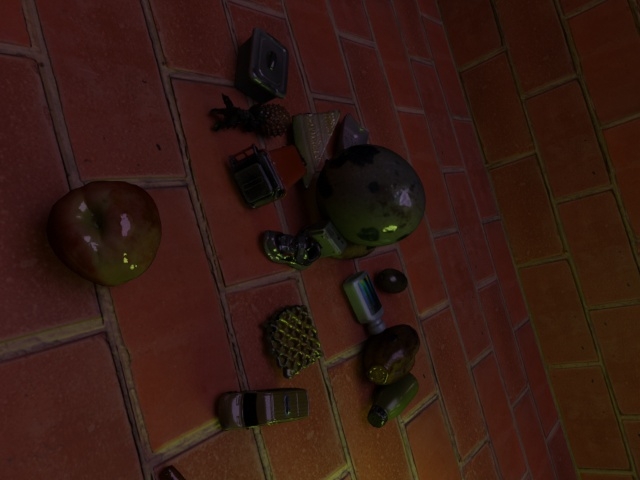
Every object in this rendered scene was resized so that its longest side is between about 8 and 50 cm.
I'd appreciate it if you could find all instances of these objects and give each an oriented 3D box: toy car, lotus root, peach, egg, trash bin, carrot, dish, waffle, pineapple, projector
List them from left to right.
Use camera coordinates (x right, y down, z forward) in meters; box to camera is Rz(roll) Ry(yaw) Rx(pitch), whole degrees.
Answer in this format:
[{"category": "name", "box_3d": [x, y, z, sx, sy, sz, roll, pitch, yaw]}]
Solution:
[{"category": "peach", "box_3d": [-0.465, -0.010, 1.104, 0.233, 0.256, 0.232, 1, 75, -5]}, {"category": "carrot", "box_3d": [-0.319, 0.600, 1.167, 0.161, 0.055, 0.055, 58, 41, -6]}, {"category": "pineapple", "box_3d": [-0.226, -0.398, 1.608, 0.277, 0.130, 0.118, -8, 112, -53]}, {"category": "toy car", "box_3d": [-0.150, 0.456, 1.357, 0.257, 0.124, 0.101, 14, 65, -47]}, {"category": "trash bin", "box_3d": [-0.162, -0.229, 1.589, 0.184, 0.161, 0.239, 63, 32, -12]}, {"category": "waffle", "box_3d": [-0.088, 0.304, 1.543, 0.223, 0.054, 0.203, -20, 91, -53]}, {"category": "projector", "box_3d": [0.000, 0.000, 1.683, 0.115, 0.147, 0.061, 54, 51, -21]}, {"category": "lotus root", "box_3d": [0.112, 0.013, 1.857, 0.259, 0.097, 0.110, -5, 73, -42]}, {"category": "dish", "box_3d": [0.123, -0.399, 2.034, 0.151, 0.077, 0.212, 36, 48, -37]}, {"category": "egg", "box_3d": [0.170, -0.148, 1.695, 0.345, 0.428, 0.344, -13, 122, -22]}, {"category": "lotus root", "box_3d": [0.266, 0.417, 1.818, 0.291, 0.193, 0.193, -24, 95, -51]}]

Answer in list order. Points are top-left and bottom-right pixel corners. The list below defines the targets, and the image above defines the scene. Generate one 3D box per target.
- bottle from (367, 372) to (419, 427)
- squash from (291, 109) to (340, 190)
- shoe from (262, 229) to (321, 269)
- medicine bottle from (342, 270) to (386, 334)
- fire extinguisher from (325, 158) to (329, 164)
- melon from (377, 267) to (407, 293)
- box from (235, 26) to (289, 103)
[{"category": "bottle", "box_3d": [0.258, 0.577, 1.796, 0.260, 0.112, 0.112, -27, 97, -51]}, {"category": "squash", "box_3d": [-0.004, -0.321, 1.824, 0.203, 0.111, 0.288, -10, 79, -17]}, {"category": "shoe", "box_3d": [-0.079, 0.027, 1.603, 0.228, 0.126, 0.099, 27, 60, -43]}, {"category": "medicine bottle", "box_3d": [0.171, 0.236, 1.847, 0.121, 0.083, 0.228, -33, 101, -52]}, {"category": "fire extinguisher", "box_3d": [0.151, -0.244, 2.002, 0.337, 0.106, 0.147, 19, 32, -45]}, {"category": "melon", "box_3d": [0.295, 0.165, 2.009, 0.162, 0.099, 0.099, 19, 62, -46]}, {"category": "box", "box_3d": [-0.197, -0.590, 1.695, 0.162, 0.130, 0.226, 23, 58, -42]}]
